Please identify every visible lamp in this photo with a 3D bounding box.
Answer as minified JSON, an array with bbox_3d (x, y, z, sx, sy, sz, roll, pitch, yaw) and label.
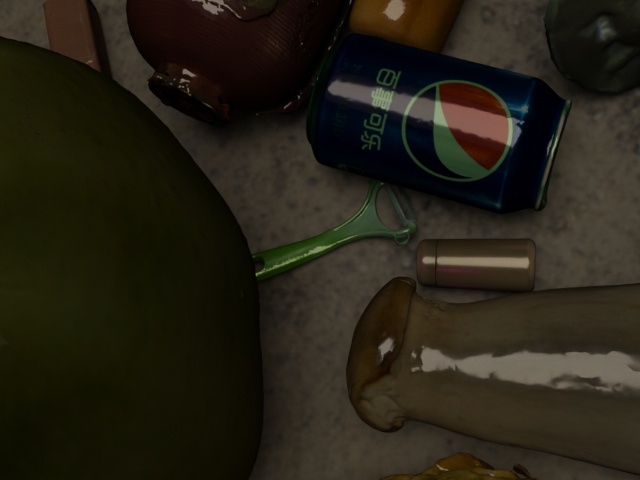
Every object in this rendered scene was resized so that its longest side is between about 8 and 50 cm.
[{"bbox_3d":[-0.057,-0.222,0.847,0.180,0.180,0.258,24,80,14],"label":"lamp"}]

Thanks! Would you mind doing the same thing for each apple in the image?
[{"bbox_3d":[-0.260,0.068,0.678,0.474,0.473,0.473,-2,75,8],"label":"apple"}]

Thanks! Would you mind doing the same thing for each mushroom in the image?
[{"bbox_3d":[0.226,0.099,0.741,0.408,0.137,0.154,9,90,4],"label":"mushroom"}]

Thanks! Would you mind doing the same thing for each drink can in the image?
[{"bbox_3d":[0.097,-0.095,0.816,0.205,0.118,0.118,16,78,11],"label":"drink can"}]

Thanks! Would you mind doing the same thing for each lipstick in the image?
[{"bbox_3d":[-0.220,-0.156,0.917,0.045,0.045,0.145,-16,74,3],"label":"lipstick"}]

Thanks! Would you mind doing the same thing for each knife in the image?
[{"bbox_3d":[0.001,0.001,0.852,0.166,0.022,0.078,-25,50,2],"label":"knife"}]

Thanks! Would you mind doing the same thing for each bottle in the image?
[{"bbox_3d":[0.129,0.020,0.819,0.097,0.045,0.045,2,76,12],"label":"bottle"}]

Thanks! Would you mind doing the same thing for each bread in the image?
[{"bbox_3d":[0.107,-0.270,0.871,0.093,0.074,0.239,28,79,-27],"label":"bread"}]

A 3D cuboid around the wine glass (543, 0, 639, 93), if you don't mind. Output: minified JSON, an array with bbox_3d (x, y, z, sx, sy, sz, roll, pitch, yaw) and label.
[{"bbox_3d":[0.334,-0.072,0.654,0.267,0.267,0.406,-24,47,2],"label":"wine glass"}]

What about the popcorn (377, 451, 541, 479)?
[{"bbox_3d":[0.089,0.271,0.692,0.250,0.190,0.250,-4,63,9],"label":"popcorn"}]
